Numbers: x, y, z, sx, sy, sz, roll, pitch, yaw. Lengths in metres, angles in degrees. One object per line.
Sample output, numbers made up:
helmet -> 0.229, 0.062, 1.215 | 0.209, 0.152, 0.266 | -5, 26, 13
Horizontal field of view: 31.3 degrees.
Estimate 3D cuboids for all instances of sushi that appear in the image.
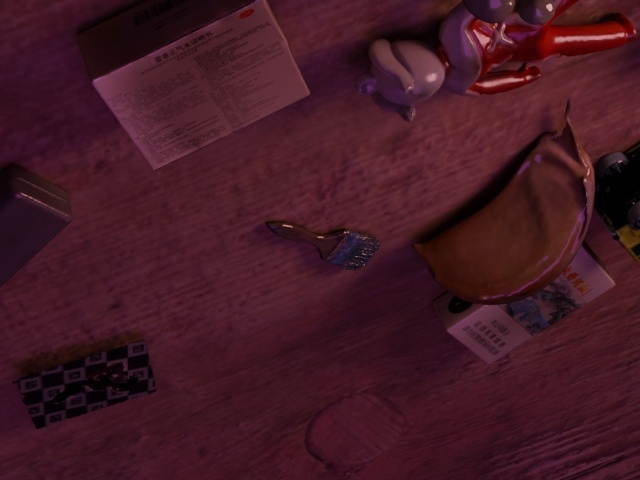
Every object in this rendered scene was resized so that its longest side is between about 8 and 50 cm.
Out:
sushi -> -0.355, 0.208, 1.723 | 0.201, 0.031, 0.139 | -16, 140, -13

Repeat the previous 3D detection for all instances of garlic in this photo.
garlic -> 0.309, -0.032, 1.685 | 0.196, 0.151, 0.338 | 31, 117, -31

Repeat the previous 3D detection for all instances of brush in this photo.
brush -> 0.000, 0.000, 1.660 | 0.196, 0.021, 0.070 | 16, 126, -37

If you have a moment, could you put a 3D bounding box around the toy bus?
toy bus -> 0.544, -0.095, 1.725 | 0.262, 0.128, 0.150 | -34, 140, 16

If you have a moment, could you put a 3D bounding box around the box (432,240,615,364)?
box -> 0.335, 0.087, 1.878 | 0.256, 0.069, 0.164 | -35, 139, 15

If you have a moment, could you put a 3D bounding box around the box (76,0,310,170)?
box -> -0.143, -0.201, 1.306 | 0.212, 0.095, 0.168 | -25, 142, 3

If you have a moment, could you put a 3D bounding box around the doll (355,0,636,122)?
doll -> 0.223, -0.251, 1.429 | 0.384, 0.099, 0.188 | -22, 140, -11

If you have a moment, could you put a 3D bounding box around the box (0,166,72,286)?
box -> -0.427, 0.011, 1.445 | 0.243, 0.055, 0.103 | -39, 139, 20

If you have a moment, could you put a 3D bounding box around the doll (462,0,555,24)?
doll -> 0.267, -0.360, 1.260 | 0.258, 0.154, 0.228 | -10, 103, 1
